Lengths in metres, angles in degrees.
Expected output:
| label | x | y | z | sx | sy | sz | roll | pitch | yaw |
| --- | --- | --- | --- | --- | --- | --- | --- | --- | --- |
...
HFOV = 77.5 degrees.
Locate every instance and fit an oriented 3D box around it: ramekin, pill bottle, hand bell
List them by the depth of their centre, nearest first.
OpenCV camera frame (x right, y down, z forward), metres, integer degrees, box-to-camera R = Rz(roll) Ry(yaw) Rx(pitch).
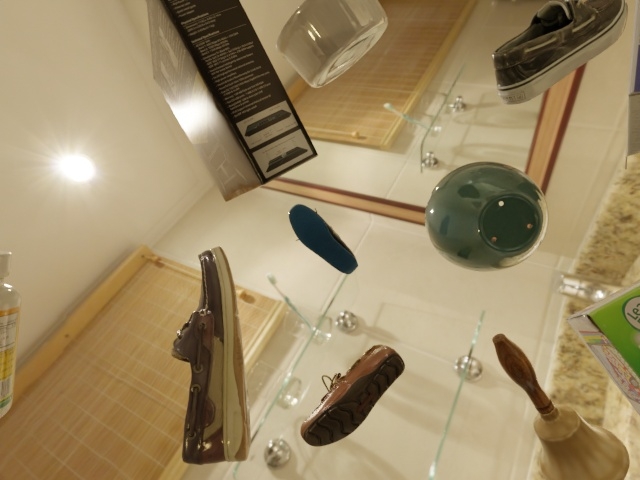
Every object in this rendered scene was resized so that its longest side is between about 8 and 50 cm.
| label | x | y | z | sx | sy | sz | roll | pitch | yaw |
| --- | --- | --- | --- | --- | --- | --- | --- | --- | --- |
| pill bottle | -0.443 | 0.115 | 0.490 | 0.118 | 0.118 | 0.208 | 3 | -87 | -64 |
| hand bell | 0.327 | 0.238 | 0.590 | 0.242 | 0.126 | 0.126 | 54 | -136 | -8 |
| ramekin | 0.036 | -0.517 | 1.006 | 0.135 | 0.277 | 0.277 | 52 | -135 | -7 |

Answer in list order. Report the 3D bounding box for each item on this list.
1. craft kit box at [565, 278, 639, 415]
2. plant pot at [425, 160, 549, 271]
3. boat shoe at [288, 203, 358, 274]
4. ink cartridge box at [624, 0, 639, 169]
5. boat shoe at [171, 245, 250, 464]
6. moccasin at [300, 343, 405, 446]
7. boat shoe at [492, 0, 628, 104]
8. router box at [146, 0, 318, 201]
| label | x | y | z | sx | sy | sz | roll | pitch | yaw |
| --- | --- | --- | --- | --- | --- | --- | --- | --- | --- |
| craft kit box | 0.335 | 0.089 | 0.221 | 0.250 | 0.246 | 0.061 | -31 | -19 | 6 |
| plant pot | 0.416 | -0.050 | 0.960 | 0.195 | 0.291 | 0.289 | -56 | -21 | -81 |
| boat shoe | 0.000 | 0.000 | 1.164 | 0.109 | 0.258 | 0.089 | -37 | 12 | 7 |
| ink cartridge box | 0.825 | -0.402 | 1.013 | 0.330 | 0.072 | 0.323 | 33 | -113 | -48 |
| boat shoe | -0.151 | 0.144 | 0.532 | 0.102 | 0.093 | 0.284 | 116 | 146 | -67 |
| moccasin | 0.087 | 0.466 | 1.231 | 0.380 | 0.147 | 0.139 | -46 | -68 | -15 |
| boat shoe | 0.457 | -0.392 | 0.749 | 0.335 | 0.121 | 0.119 | -41 | -59 | -15 |
| router box | -0.141 | -0.186 | 0.565 | 0.081 | 0.309 | 0.242 | -32 | -77 | -17 |
